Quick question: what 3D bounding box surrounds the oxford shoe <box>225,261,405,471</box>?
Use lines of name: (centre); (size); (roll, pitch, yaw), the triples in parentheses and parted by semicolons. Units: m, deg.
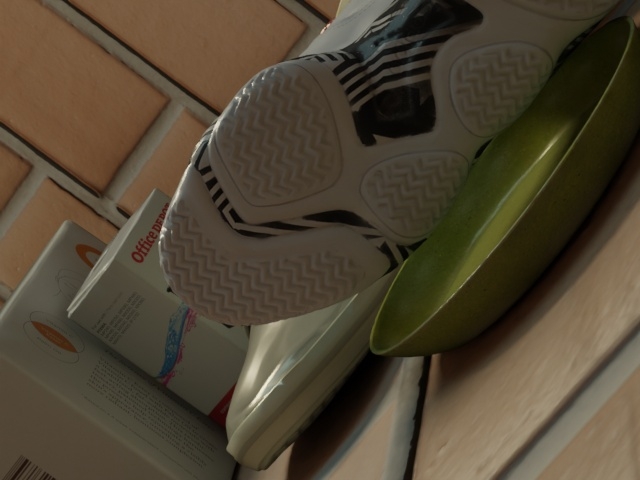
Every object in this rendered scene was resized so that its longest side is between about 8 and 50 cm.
oxford shoe: (0.000, 0.000, 1.408); (0.169, 0.130, 0.449); (-46, 11, 36)

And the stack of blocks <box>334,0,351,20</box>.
stack of blocks: (0.119, -0.243, 1.385); (0.171, 0.087, 0.297); (-29, -32, -44)

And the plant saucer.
plant saucer: (0.115, -0.022, 1.122); (0.241, 0.037, 0.241); (-52, 6, 8)

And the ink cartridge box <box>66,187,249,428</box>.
ink cartridge box: (-0.094, 0.057, 1.528); (0.072, 0.175, 0.127); (-50, 9, 29)

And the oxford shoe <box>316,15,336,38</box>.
oxford shoe: (0.007, -0.078, 1.935); (0.130, 0.123, 0.348); (-12, -36, -56)

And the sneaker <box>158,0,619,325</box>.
sneaker: (0.053, -0.096, 1.209); (0.366, 0.137, 0.210); (-46, 3, 6)

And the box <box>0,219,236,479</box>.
box: (-0.191, 0.149, 1.561); (0.168, 0.215, 0.345); (-52, 7, 15)
